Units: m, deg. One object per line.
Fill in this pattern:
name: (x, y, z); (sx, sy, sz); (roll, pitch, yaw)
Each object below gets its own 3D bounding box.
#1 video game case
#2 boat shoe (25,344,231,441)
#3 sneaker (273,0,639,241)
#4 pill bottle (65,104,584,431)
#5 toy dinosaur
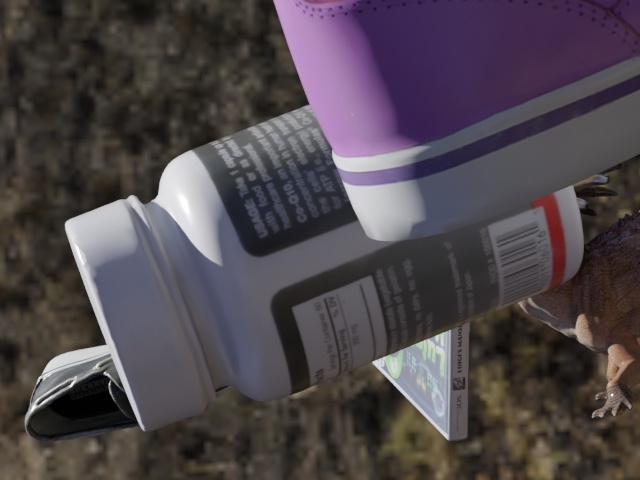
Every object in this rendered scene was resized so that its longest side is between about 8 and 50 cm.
video game case: (0.084, 0.058, 1.595); (0.190, 0.022, 0.173); (-138, 45, -65)
boat shoe: (-0.136, 0.113, 1.460); (0.078, 0.219, 0.070); (58, -153, -22)
sneaker: (0.111, -0.126, 0.507); (0.102, 0.282, 0.161); (6, 119, 67)
pill bottle: (0.000, 0.000, 1.116); (0.161, 0.283, 0.161); (159, 90, -81)
toy dinosaur: (0.249, 0.018, 1.419); (0.127, 0.296, 0.200); (168, 90, -70)
